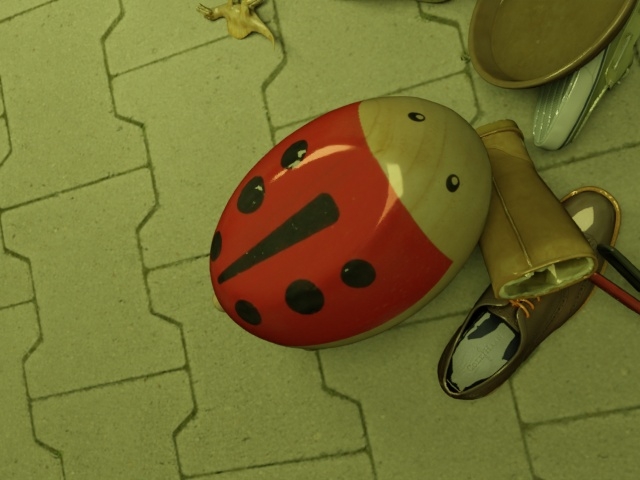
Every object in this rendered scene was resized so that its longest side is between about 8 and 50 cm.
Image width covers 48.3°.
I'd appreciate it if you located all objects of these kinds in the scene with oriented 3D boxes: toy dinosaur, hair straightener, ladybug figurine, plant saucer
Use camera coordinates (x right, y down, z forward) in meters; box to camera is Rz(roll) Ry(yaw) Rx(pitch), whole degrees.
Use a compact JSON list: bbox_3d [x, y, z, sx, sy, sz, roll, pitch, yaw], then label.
[{"bbox_3d":[-0.124,-0.385,1.208,0.183,0.053,0.092,29,111,25],"label":"toy dinosaur"},{"bbox_3d":[0.464,0.072,0.955,0.230,0.047,0.089,35,87,-2],"label":"hair straightener"},{"bbox_3d":[0.010,-0.015,0.951,0.449,0.162,0.305,-37,74,23],"label":"ladybug figurine"},{"bbox_3d":[0.324,-0.331,0.988,0.278,0.041,0.277,-29,50,41],"label":"plant saucer"}]

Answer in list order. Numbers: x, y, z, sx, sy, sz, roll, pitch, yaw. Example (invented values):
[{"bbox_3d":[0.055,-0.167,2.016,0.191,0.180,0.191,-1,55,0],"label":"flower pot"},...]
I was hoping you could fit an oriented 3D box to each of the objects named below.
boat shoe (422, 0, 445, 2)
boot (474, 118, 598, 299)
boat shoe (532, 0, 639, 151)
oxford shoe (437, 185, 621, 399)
[{"bbox_3d":[0.080,-0.439,1.115,0.285,0.089,0.104,10,90,18],"label":"boat shoe"},{"bbox_3d":[0.215,-0.034,0.984,0.236,0.089,0.269,-24,49,14],"label":"boot"},{"bbox_3d":[0.393,-0.261,0.998,0.094,0.109,0.302,20,97,-9],"label":"boat shoe"},{"bbox_3d":[0.295,0.081,0.993,0.130,0.133,0.363,35,97,17],"label":"oxford shoe"}]
